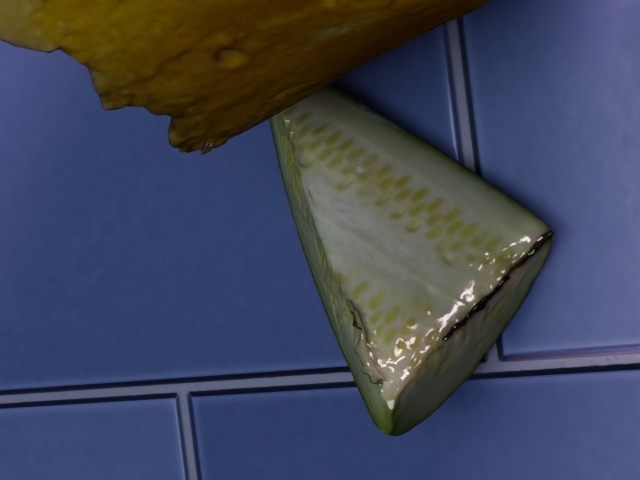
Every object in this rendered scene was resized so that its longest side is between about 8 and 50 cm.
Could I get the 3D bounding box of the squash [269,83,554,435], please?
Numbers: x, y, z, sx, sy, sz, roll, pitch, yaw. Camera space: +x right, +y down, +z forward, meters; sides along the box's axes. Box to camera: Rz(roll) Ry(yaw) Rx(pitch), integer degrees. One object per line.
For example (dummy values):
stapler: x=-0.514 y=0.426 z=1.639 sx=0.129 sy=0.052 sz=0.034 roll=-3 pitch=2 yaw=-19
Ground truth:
squash: x=0.000 y=0.000 z=0.948 sx=0.252 sy=0.169 sz=0.093 roll=35 pitch=153 yaw=22

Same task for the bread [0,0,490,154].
bread: x=-0.021 y=-0.222 z=0.778 sx=0.394 sy=0.361 sz=0.250 roll=-22 pitch=71 yaw=27
